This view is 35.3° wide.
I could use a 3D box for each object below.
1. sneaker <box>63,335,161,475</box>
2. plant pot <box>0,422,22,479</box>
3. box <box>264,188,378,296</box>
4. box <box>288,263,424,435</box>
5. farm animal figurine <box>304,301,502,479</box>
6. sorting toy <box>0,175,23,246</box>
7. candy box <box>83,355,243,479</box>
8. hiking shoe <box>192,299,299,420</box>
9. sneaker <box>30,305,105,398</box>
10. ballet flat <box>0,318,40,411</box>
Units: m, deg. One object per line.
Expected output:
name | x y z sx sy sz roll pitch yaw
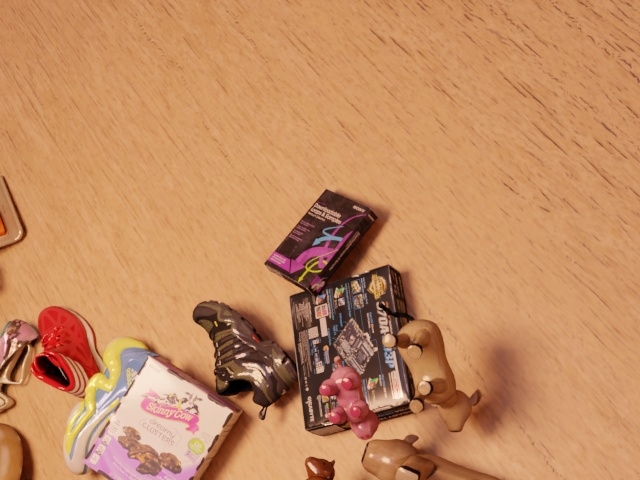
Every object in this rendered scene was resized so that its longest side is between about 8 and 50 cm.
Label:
sneaker | -0.330 0.277 1.646 0.126 0.091 0.240 11 76 31
plant pot | -0.610 0.425 1.746 0.236 0.032 0.236 -22 49 28
box | 0.000 0.000 1.573 0.162 0.029 0.116 -50 42 -12
box | 0.049 0.163 1.500 0.175 0.051 0.220 -19 63 22
farm animal figurine | 0.133 0.295 1.334 0.327 0.172 0.330 37 106 16
sorting toy | -0.693 -0.041 1.949 0.196 0.047 0.347 -23 53 -14
candy box | -0.244 0.303 1.567 0.165 0.070 0.196 31 88 11
hiking shoe | -0.139 0.180 1.569 0.227 0.086 0.114 33 74 34
sneaker | -0.450 0.179 1.728 0.087 0.128 0.221 -49 57 3
ballet flat | -0.574 0.251 1.811 0.079 0.077 0.221 26 85 15
